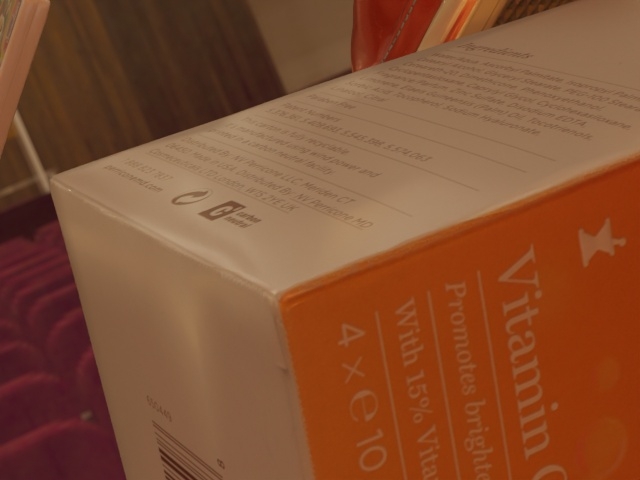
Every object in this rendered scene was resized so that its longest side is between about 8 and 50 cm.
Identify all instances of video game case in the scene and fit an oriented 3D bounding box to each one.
[{"bbox_3d":[-0.130,-0.070,0.614,0.011,0.087,0.122,14,19,-23],"label":"video game case"}]

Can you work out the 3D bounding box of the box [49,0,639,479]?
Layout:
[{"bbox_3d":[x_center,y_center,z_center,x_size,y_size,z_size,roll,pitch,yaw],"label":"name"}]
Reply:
[{"bbox_3d":[0.112,0.038,0.564,0.345,0.215,0.168,-21,23,-24],"label":"box"}]

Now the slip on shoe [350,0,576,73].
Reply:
[{"bbox_3d":[0.058,-0.134,0.665,0.101,0.331,0.123,27,20,21],"label":"slip on shoe"}]
